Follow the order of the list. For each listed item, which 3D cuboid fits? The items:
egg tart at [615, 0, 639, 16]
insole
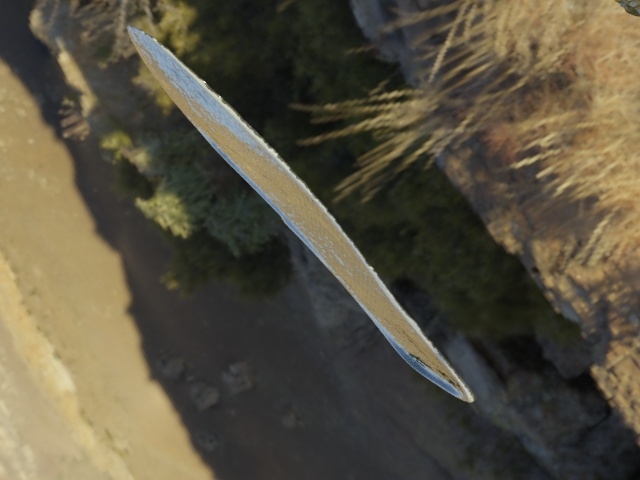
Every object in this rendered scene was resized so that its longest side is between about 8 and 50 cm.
[{"bbox_3d":[0.402,-0.243,0.931,0.291,0.291,0.107,25,107,57],"label":"egg tart"},{"bbox_3d":[0.000,0.000,0.569,0.109,0.007,0.322,32,166,50],"label":"insole"}]
